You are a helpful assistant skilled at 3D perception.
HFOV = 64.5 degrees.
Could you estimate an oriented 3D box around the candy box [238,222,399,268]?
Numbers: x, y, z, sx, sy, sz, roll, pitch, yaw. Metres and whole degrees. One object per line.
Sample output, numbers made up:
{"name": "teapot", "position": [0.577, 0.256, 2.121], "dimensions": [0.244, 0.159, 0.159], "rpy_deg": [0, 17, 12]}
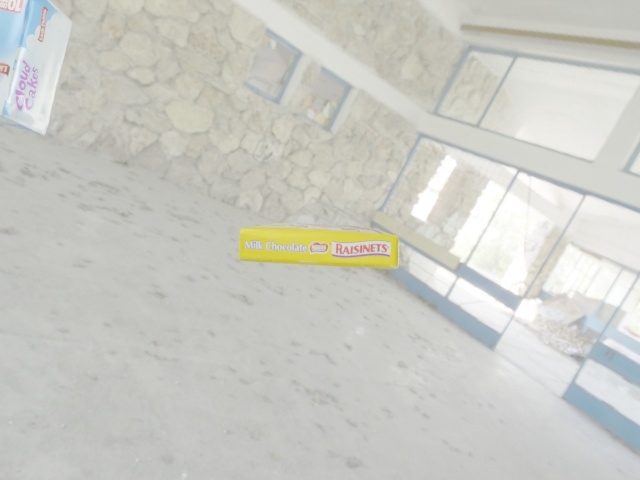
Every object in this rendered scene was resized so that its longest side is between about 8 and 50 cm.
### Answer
{"name": "candy box", "position": [0.000, 0.000, 0.427], "dimensions": [0.105, 0.027, 0.206], "rpy_deg": [1, 3, 0]}

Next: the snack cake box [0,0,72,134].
{"name": "snack cake box", "position": [-0.458, -0.237, 0.606], "dimensions": [0.264, 0.152, 0.089], "rpy_deg": [13, -2, 2]}
